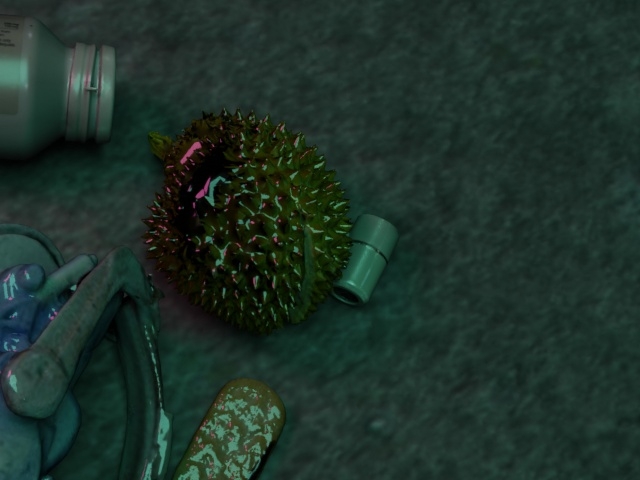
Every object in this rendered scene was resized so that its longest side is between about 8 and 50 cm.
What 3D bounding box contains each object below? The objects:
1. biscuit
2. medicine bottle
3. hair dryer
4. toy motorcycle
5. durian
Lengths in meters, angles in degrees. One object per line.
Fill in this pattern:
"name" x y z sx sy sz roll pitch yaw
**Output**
"biscuit" -0.084 0.193 1.288 0.071 0.018 0.147 28 68 2
"medicine bottle" -0.301 -0.143 1.305 0.215 0.135 0.135 3 69 -11
"hair dryer" 0.000 0.000 1.365 0.137 0.047 0.082 26 68 5
"toy motorcycle" -0.240 0.148 1.184 0.241 0.182 0.319 21 66 -3
"durian" -0.084 -0.034 1.291 0.237 0.138 0.193 36 89 16
